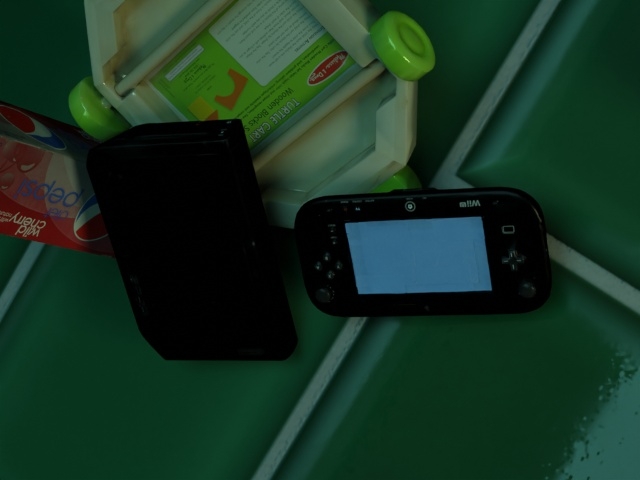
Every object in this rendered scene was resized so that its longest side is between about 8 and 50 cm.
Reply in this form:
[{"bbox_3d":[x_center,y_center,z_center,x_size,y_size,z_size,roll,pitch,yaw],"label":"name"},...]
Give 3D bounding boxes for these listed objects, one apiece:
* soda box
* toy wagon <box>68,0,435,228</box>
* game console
[{"bbox_3d":[-0.236,-0.053,1.230,0.092,0.263,0.083,39,100,29],"label":"soda box"},{"bbox_3d":[-0.031,-0.104,1.166,0.344,0.068,0.267,45,125,-13],"label":"toy wagon"},{"bbox_3d":[0.000,0.000,1.155,0.361,0.044,0.213,-2,122,20],"label":"game console"}]
